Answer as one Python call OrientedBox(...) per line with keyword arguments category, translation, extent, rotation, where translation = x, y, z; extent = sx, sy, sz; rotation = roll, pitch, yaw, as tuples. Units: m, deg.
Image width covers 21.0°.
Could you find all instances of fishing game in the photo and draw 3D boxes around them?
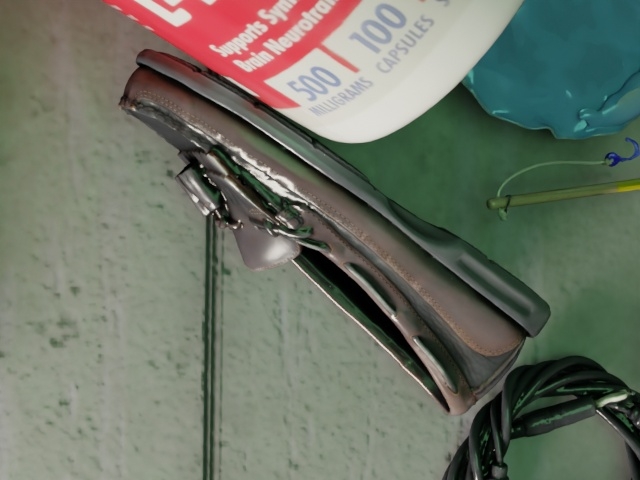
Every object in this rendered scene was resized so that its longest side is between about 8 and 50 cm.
OrientedBox(category="fishing game", translation=(0.152, -0.154, 1.107), extent=(0.189, 0.041, 0.264), rotation=(-13, 88, -21))

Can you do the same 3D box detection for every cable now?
OrientedBox(category="cable", translation=(0.151, 0.169, 1.106), extent=(0.150, 0.047, 0.184), rotation=(36, 83, -12))

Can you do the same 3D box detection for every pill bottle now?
OrientedBox(category="pill bottle", translation=(-0.086, -0.241, 0.904), extent=(0.407, 0.229, 0.229), rotation=(30, 83, -24))

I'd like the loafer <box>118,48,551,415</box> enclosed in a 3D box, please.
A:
OrientedBox(category="loafer", translation=(0.000, 0.000, 1.039), extent=(0.302, 0.109, 0.095), rotation=(33, 88, -15))
